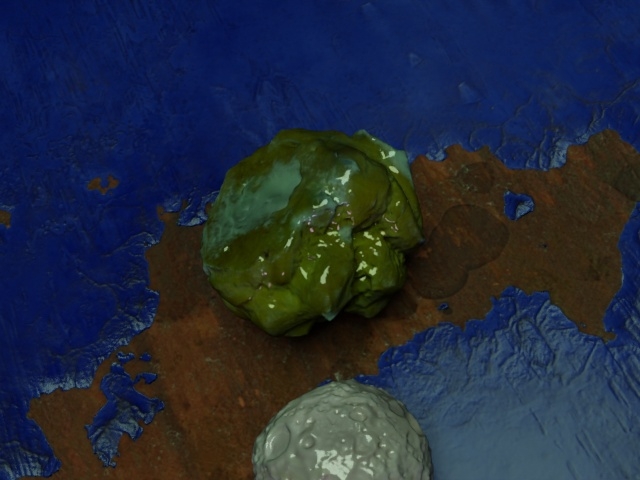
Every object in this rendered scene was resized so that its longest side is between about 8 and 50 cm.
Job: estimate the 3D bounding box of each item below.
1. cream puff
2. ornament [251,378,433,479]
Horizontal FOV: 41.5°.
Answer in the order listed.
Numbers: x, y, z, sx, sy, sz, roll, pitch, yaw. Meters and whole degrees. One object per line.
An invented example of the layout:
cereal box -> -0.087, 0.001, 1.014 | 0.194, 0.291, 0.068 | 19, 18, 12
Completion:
cream puff -> 0.000, 0.000, 1.366 | 0.378, 0.275, 0.378 | -26, 42, 26
ornament -> 0.034, 0.332, 1.177 | 0.259, 0.259, 0.225 | -33, 58, -6
